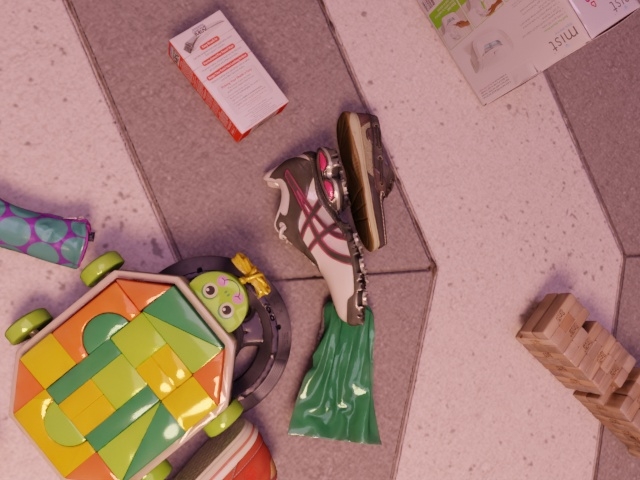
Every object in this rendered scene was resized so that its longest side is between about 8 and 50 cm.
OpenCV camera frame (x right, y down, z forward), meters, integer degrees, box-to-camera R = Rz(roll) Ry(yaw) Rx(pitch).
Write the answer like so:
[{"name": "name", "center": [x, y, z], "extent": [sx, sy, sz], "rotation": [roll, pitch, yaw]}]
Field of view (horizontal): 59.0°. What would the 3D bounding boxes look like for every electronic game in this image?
[{"name": "electronic game", "center": [-0.154, 0.135, 0.786], "extent": [0.229, 0.048, 0.229], "rotation": [1, 85, -10]}]

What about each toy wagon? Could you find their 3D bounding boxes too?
[{"name": "toy wagon", "center": [-0.215, 0.142, 0.712], "extent": [0.344, 0.068, 0.267], "rotation": [-39, 90, -2]}]

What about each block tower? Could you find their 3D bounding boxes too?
[{"name": "block tower", "center": [0.480, 0.233, 0.958], "extent": [0.335, 0.091, 0.097], "rotation": [45, 73, -8]}]

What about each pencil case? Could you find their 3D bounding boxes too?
[{"name": "pencil case", "center": [-0.374, -0.016, 0.727], "extent": [0.152, 0.064, 0.070], "rotation": [18, 93, -15]}]

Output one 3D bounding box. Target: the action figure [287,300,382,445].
[{"name": "action figure", "center": [0.032, 0.173, 0.835], "extent": [0.137, 0.063, 0.232], "rotation": [13, 72, -15]}]

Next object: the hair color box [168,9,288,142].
[{"name": "hair color box", "center": [-0.137, -0.242, 0.842], "extent": [0.093, 0.053, 0.167], "rotation": [-39, 97, -18]}]

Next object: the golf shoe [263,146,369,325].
[{"name": "golf shoe", "center": [0.000, 0.000, 0.829], "extent": [0.120, 0.105, 0.272], "rotation": [-15, 72, 3]}]

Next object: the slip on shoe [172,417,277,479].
[{"name": "slip on shoe", "center": [-0.183, 0.379, 0.713], "extent": [0.331, 0.123, 0.101], "rotation": [-43, 101, -23]}]

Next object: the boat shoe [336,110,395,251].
[{"name": "boat shoe", "center": [0.081, -0.096, 0.879], "extent": [0.073, 0.080, 0.223], "rotation": [-9, 81, -14]}]

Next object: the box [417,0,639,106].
[{"name": "box", "center": [0.309, -0.375, 0.895], "extent": [0.127, 0.262, 0.231], "rotation": [-35, 93, -19]}]
